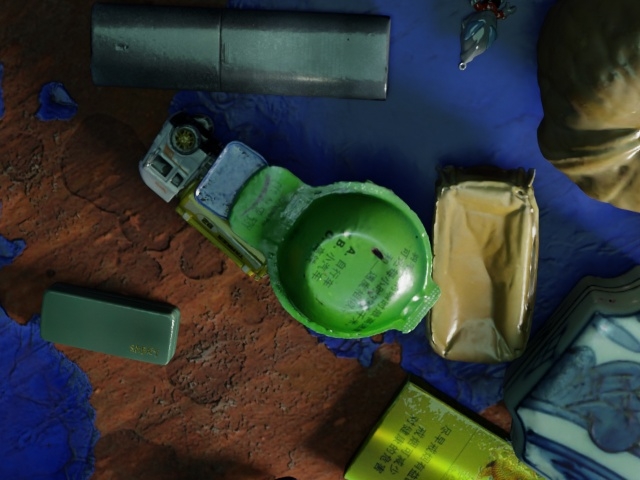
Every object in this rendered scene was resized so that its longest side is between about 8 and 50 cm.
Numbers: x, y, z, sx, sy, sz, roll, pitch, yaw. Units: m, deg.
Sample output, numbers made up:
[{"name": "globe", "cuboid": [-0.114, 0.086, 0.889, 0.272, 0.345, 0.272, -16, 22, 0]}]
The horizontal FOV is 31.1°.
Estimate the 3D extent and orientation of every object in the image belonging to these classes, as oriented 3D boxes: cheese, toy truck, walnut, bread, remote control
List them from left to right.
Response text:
[{"name": "toy truck", "cuboid": [-0.127, -0.057, 1.468, 0.227, 0.098, 0.114, 42, 106, -5]}, {"name": "remote control", "cuboid": [-0.102, -0.238, 1.444, 0.377, 0.044, 0.107, 3, 101, 6]}, {"name": "cheese", "cuboid": [0.000, 0.000, 1.392, 0.320, 0.083, 0.204, 35, 106, -7]}, {"name": "bread", "cuboid": [0.203, 0.028, 1.444, 0.136, 0.107, 0.241, 3, 105, 9]}, {"name": "walnut", "cuboid": [0.370, -0.172, 1.284, 0.285, 0.285, 0.296, -41, 104, 15]}]

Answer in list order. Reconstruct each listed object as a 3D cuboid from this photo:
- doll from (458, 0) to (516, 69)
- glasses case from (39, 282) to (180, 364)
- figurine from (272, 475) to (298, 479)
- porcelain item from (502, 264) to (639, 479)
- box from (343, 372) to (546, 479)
[{"name": "doll", "cuboid": [0.197, -0.261, 1.402, 0.057, 0.039, 0.114, 14, 101, -41]}, {"name": "glasses case", "cuboid": [-0.287, 0.113, 1.565, 0.184, 0.039, 0.078, 11, 106, 4]}, {"name": "figurine", "cuboid": [-0.139, 0.462, 1.570, 0.283, 0.204, 0.338, 44, 94, 21]}, {"name": "porcelain item", "cuboid": [0.392, 0.202, 1.443, 0.281, 0.157, 0.286, 36, 107, -5]}, {"name": "box", "cuboid": [0.205, 0.331, 1.559, 0.311, 0.043, 0.173, 32, 107, -1]}]
